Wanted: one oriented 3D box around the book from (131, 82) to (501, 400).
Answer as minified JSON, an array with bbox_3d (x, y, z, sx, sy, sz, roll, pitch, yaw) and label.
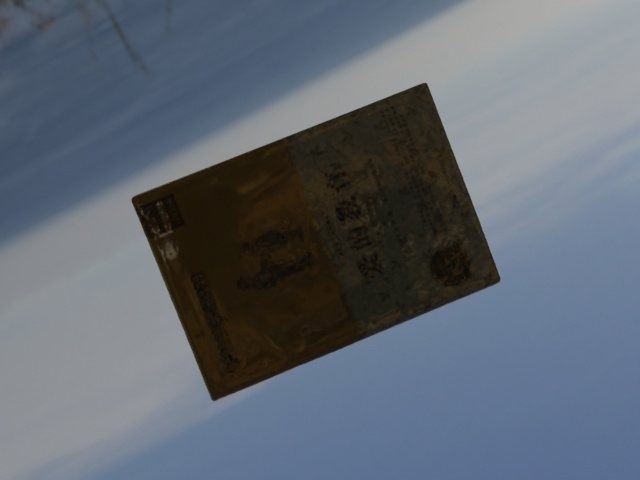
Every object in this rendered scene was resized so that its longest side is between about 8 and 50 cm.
[{"bbox_3d":[0.000,0.000,0.834,0.172,0.118,0.012,-22,-175,-9],"label":"book"}]
